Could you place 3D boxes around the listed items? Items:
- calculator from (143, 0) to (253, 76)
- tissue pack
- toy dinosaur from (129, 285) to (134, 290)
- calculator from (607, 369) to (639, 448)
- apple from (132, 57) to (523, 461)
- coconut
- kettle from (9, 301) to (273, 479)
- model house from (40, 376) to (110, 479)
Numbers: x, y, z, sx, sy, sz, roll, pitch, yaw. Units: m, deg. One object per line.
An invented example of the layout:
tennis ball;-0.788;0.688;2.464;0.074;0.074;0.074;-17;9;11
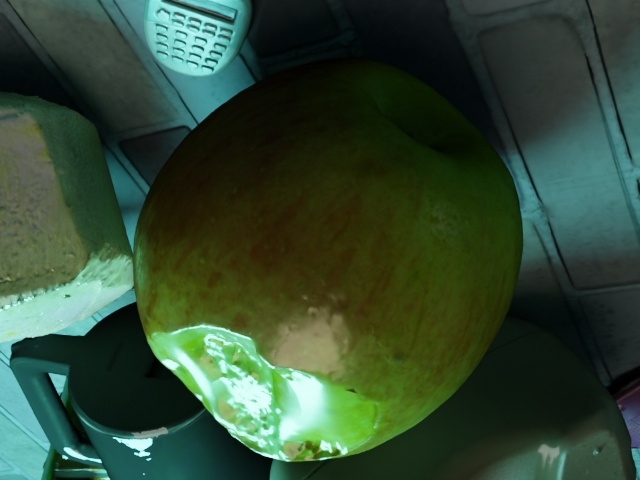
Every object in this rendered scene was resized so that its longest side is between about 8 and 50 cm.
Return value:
calculator;-0.110;-0.203;0.943;0.095;0.021;0.153;16;141;-8
tissue pack;0.138;0.264;1.195;0.387;0.277;0.267;-33;133;-11
toy dinosaur;-0.315;0.063;1.227;0.362;0.147;0.076;-19;134;20
calculator;0.420;0.208;1.322;0.126;0.034;0.190;29;137;-19
apple;0.010;0.009;0.922;0.339;0.340;0.340;6;141;5
coconut;-0.318;-0.032;1.041;0.233;0.245;0.233;-23;169;-5
kettle;-0.180;0.207;1.212;0.262;0.203;0.308;32;152;32
model house;-0.204;0.370;1.506;0.312;0.243;0.358;2;139;6
